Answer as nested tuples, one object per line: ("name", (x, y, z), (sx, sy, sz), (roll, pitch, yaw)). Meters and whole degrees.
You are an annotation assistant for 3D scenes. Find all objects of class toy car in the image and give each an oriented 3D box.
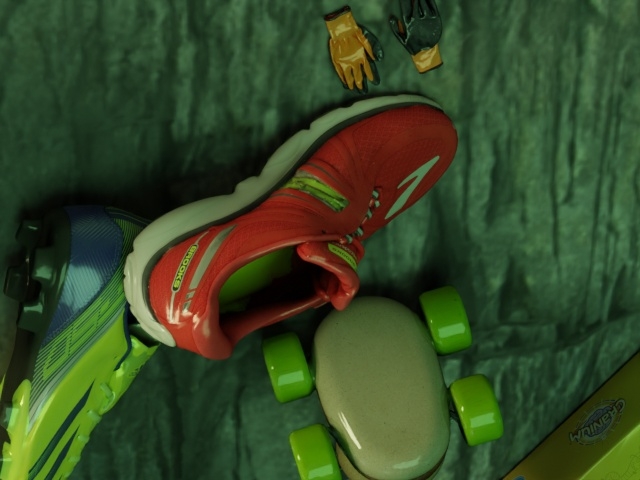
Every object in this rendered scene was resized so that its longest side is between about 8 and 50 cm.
("toy car", (0.050, 0.139, 1.537), (0.155, 0.149, 0.188), (-16, 156, -3))

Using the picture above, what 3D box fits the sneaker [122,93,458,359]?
("sneaker", (0.000, 0.000, 1.375), (0.279, 0.118, 0.107), (-34, 133, -22))

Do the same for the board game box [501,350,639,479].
("board game box", (0.330, 0.183, 1.675), (0.242, 0.064, 0.316), (33, 108, -34))

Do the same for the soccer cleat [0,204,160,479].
("soccer cleat", (-0.178, 0.104, 1.430), (0.121, 0.093, 0.289), (3, 122, -23))

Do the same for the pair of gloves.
("pair of gloves", (0.047, -0.140, 1.388), (0.083, 0.010, 0.074), (-21, 127, -5))
